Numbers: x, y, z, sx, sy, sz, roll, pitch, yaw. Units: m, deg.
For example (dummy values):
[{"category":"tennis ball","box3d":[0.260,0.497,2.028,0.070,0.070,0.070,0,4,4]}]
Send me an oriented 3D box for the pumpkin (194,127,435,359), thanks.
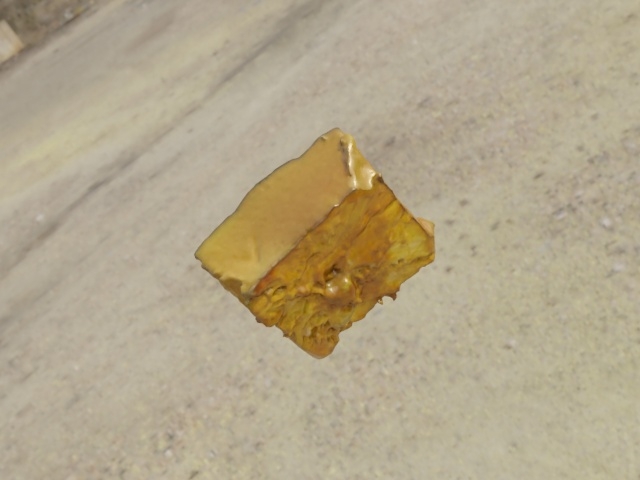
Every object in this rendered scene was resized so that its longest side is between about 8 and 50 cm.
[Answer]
[{"category":"pumpkin","box3d":[0.000,0.000,0.405,0.083,0.074,0.054,-41,47,2]}]
